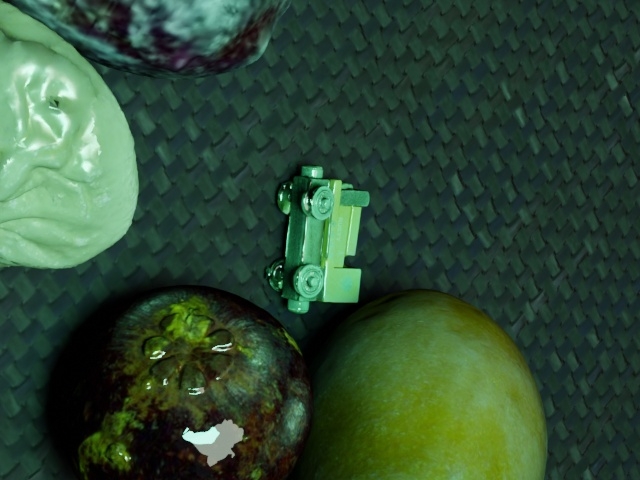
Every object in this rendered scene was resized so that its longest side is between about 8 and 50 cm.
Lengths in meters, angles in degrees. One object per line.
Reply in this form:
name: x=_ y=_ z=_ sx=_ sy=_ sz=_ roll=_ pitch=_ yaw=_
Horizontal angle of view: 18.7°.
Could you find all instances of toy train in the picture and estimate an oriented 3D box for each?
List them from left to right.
toy train: x=0.000 y=0.000 z=1.590 sx=0.081 sy=0.050 sz=0.122 roll=4 pitch=95 yaw=-43

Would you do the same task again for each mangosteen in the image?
mangosteen: x=-0.100 y=0.142 z=1.470 sx=0.192 sy=0.192 sz=0.217 roll=-39 pitch=151 yaw=-27

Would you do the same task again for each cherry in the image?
cherry: x=-0.140 y=-0.235 z=1.311 sx=0.218 sy=0.296 sz=0.255 roll=-56 pitch=170 yaw=25

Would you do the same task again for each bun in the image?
bun: x=-0.231 y=-0.061 z=1.281 sx=0.133 sy=0.231 sz=0.231 roll=-55 pitch=126 yaw=-30

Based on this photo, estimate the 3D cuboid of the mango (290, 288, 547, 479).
mango: x=0.072 y=0.171 z=1.501 sx=0.199 sy=0.384 sz=0.221 roll=29 pitch=110 yaw=-5
